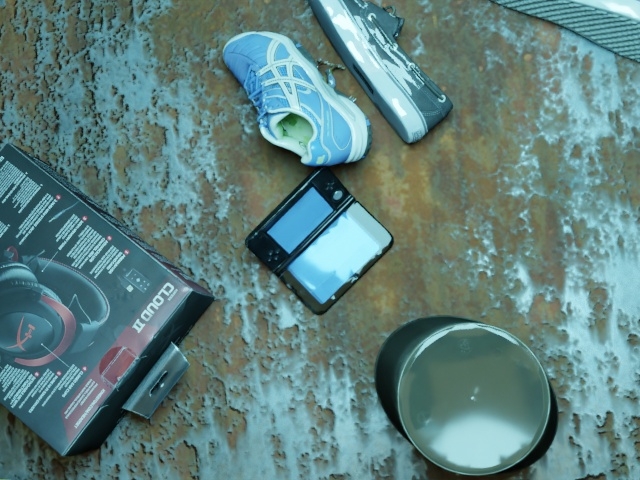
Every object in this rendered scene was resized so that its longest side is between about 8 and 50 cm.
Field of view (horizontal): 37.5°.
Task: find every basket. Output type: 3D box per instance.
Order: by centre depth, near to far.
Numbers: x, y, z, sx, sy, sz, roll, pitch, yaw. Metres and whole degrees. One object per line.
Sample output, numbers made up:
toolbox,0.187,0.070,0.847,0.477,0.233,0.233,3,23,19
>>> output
basket,0.142,0.148,0.895,0.204,0.227,0.154,29,86,9

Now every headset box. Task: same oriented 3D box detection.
headset box,-0.276,0.073,1.015,0.293,0.110,0.218,37,88,10

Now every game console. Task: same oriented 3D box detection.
game console,0.000,0.000,1.014,0.122,0.107,0.071,-45,51,-1

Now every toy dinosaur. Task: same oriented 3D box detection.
toy dinosaur,0.007,-0.159,1.061,0.090,0.047,0.082,12,93,41

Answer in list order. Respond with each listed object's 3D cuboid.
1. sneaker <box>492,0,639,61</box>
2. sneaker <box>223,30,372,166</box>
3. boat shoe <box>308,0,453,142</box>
sneaker,0.314,-0.298,1.003,0.282,0.102,0.161,27,83,10
sneaker,-0.039,-0.155,1.012,0.081,0.080,0.211,-25,55,-39
boat shoe,0.064,-0.217,1.033,0.076,0.080,0.228,-34,80,-5
